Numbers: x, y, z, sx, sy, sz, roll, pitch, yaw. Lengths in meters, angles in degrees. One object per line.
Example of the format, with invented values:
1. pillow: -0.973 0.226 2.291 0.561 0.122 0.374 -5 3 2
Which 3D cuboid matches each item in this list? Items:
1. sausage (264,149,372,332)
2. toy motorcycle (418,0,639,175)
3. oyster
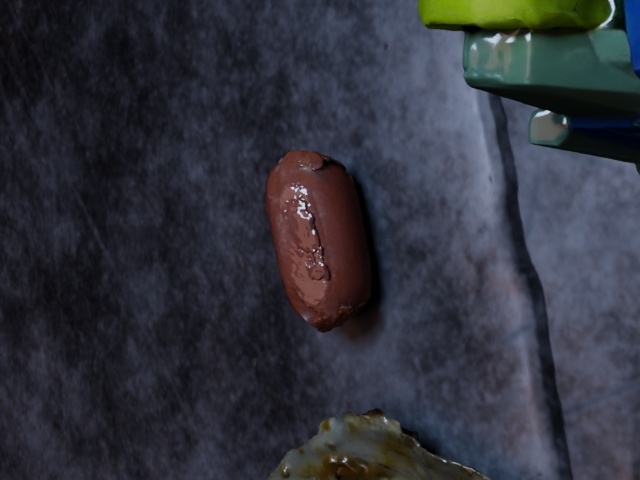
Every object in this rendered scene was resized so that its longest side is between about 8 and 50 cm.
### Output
1. sausage: 0.000 0.000 1.037 0.076 0.076 0.141 -15 82 47
2. toy motorcycle: 0.209 -0.105 0.621 0.200 0.326 0.191 10 102 44
3. oyster: 0.050 0.233 1.008 0.396 0.111 0.204 9 83 47
